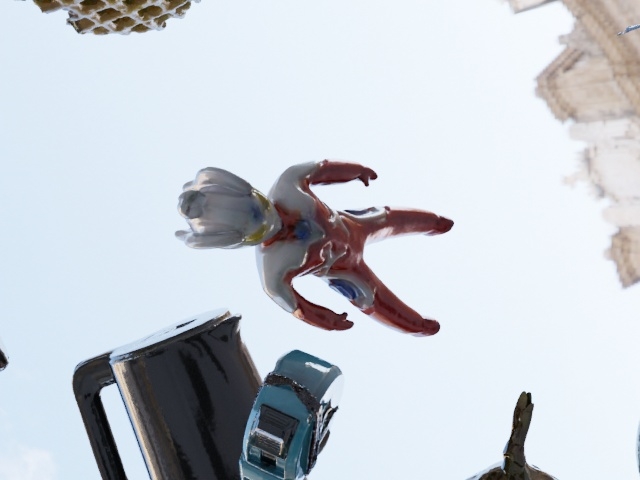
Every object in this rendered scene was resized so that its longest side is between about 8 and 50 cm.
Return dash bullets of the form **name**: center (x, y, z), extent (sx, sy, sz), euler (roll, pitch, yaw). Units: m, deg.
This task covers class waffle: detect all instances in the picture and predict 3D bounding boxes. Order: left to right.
- **waffle**: center (-0.259, -0.330, 1.364), extent (0.291, 0.291, 0.051), euler (-12, -102, -25)

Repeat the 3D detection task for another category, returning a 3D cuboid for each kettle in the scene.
- **kettle**: center (-0.164, 0.265, 1.424), extent (0.203, 0.262, 0.308), euler (-25, -85, -39)

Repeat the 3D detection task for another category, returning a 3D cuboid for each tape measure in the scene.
- **tape measure**: center (-0.028, 0.174, 1.039), extent (0.081, 0.146, 0.125), euler (23, -135, 14)

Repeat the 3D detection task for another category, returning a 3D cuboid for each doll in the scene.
- **doll**: center (0.000, 0.000, 1.130), extent (0.384, 0.099, 0.188), euler (14, -102, -41)

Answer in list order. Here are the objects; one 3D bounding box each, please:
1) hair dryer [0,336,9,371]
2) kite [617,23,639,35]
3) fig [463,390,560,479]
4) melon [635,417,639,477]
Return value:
- **hair dryer**: center (-0.454, 0.059, 0.961), extent (0.312, 0.340, 0.123), euler (-23, -44, -3)
- **kite**: center (0.532, -0.325, 1.445), extent (0.323, 0.268, 0.013), euler (-23, -82, -52)
- **fig**: center (0.264, 0.364, 1.405), extent (0.286, 0.286, 0.368), euler (-4, -74, -26)
- **melon**: center (0.413, 0.229, 1.148), extent (0.139, 0.139, 0.192), euler (14, -101, -26)
